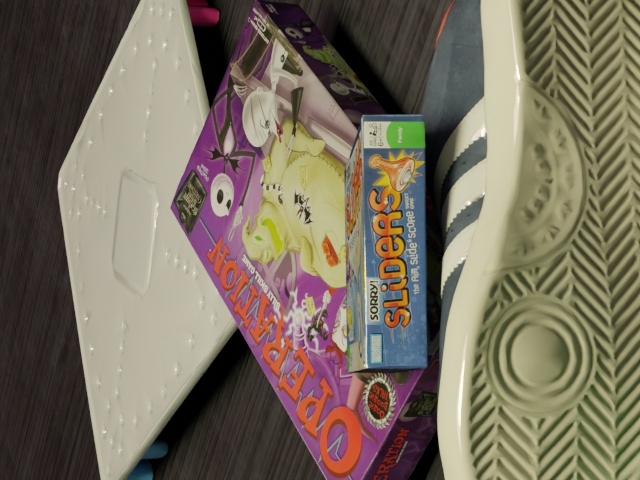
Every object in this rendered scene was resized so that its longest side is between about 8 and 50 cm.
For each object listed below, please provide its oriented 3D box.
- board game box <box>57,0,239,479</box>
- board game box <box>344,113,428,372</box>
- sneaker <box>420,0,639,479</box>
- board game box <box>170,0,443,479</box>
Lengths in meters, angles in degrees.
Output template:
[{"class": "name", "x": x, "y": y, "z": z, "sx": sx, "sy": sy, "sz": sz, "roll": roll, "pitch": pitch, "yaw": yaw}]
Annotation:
[{"class": "board game box", "x": -0.161, "y": -0.007, "z": 1.463, "sx": 0.390, "sy": 0.050, "sz": 0.390, "roll": -53, "pitch": 42, "yaw": 49}, {"class": "board game box", "x": 0.036, "y": 0.010, "z": 0.878, "sx": 0.201, "sy": 0.035, "sz": 0.136, "roll": 105, "pitch": 164, "yaw": -83}, {"class": "sneaker", "x": 0.113, "y": 0.001, "z": 0.831, "sx": 0.148, "sy": 0.131, "sz": 0.350, "roll": 148, "pitch": 132, "yaw": -68}, {"class": "board game box", "x": 0.000, "y": 0.000, "z": 1.090, "sx": 0.347, "sy": 0.056, "sz": 0.208, "roll": 55, "pitch": 135, "yaw": 42}]
